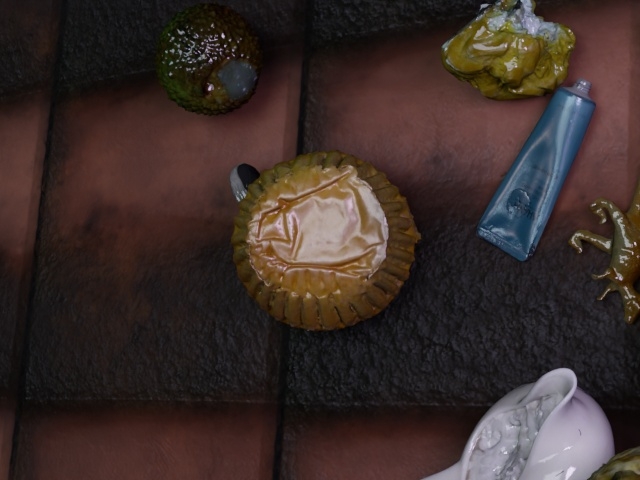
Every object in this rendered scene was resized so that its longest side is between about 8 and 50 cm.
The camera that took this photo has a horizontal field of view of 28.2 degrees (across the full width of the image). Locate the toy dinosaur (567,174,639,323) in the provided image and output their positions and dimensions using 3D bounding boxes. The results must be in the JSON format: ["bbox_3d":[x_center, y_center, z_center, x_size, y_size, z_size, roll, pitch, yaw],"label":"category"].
[{"bbox_3d":[0.357,-0.002,1.432,0.162,0.039,0.126,-47,67,10],"label":"toy dinosaur"}]

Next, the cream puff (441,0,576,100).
[{"bbox_3d":[0.225,-0.223,1.518,0.156,0.156,0.121,53,123,32],"label":"cream puff"}]

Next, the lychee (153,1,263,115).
[{"bbox_3d":[-0.160,-0.259,1.785,0.171,0.171,0.171,-9,73,33],"label":"lychee"}]

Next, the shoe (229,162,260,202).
[{"bbox_3d":[-0.049,-0.057,1.708,0.099,0.071,0.169,-44,62,15],"label":"shoe"}]

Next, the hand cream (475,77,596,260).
[{"bbox_3d":[0.263,-0.089,1.516,0.083,0.048,0.224,31,102,33],"label":"hand cream"}]

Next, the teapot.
[{"bbox_3d":[0.206,0.257,1.376,0.299,0.166,0.208,-38,40,29],"label":"teapot"}]

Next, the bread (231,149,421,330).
[{"bbox_3d":[-0.001,0.001,1.586,0.240,0.139,0.240,0,89,11],"label":"bread"}]

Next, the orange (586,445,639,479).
[{"bbox_3d":[0.361,0.342,1.211,0.271,0.210,0.369,10,114,29],"label":"orange"}]
